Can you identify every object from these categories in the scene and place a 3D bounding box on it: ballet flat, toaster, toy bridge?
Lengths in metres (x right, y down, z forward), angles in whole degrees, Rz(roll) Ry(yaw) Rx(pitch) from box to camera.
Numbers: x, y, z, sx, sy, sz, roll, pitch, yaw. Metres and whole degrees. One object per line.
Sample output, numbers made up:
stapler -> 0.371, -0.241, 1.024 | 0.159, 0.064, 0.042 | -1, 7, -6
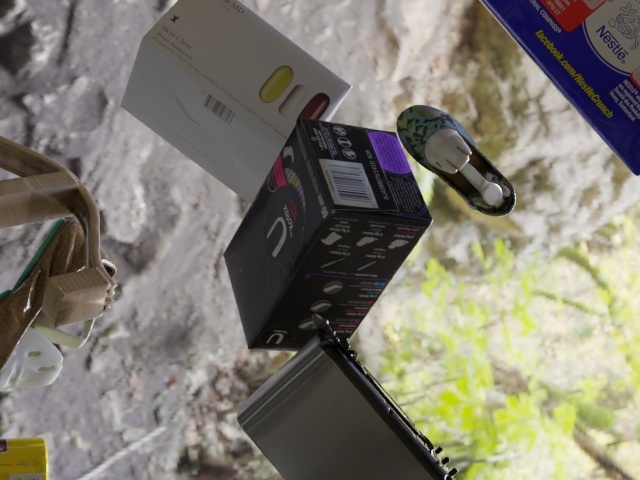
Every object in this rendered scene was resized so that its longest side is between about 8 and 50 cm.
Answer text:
ballet flat -> -0.346, 0.101, 1.439 | 0.124, 0.116, 0.342 | 36, 37, -4
toaster -> 0.018, 0.162, 1.014 | 0.186, 0.110, 0.168 | 49, -2, 1
ballet flat -> 0.163, -0.089, 1.369 | 0.188, 0.070, 0.070 | 35, 46, -33
toy bridge -> -0.167, -0.023, 0.679 | 0.063, 0.026, 0.188 | -13, 44, -38

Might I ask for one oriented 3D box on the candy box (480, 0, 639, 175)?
candy box -> 0.214, -0.228, 1.045 | 0.268, 0.122, 0.317 | 46, 16, -12

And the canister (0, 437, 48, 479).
canister -> -0.409, 0.276, 1.377 | 0.169, 0.126, 0.073 | 2, 56, -23

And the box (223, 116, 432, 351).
box -> 0.000, 0.000, 1.505 | 0.143, 0.270, 0.165 | 6, 46, -28

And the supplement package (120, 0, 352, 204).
supplement package -> -0.123, -0.204, 1.683 | 0.262, 0.204, 0.145 | 36, 62, -2
